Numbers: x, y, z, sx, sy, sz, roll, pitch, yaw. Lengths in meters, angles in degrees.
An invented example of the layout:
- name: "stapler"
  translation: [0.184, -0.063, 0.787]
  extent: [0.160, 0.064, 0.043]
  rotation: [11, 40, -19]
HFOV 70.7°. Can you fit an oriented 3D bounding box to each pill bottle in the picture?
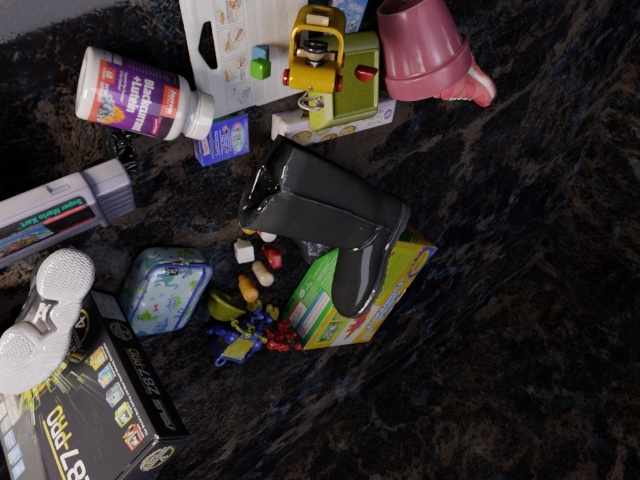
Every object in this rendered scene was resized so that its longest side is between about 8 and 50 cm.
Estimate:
- name: "pill bottle"
  translation: [-0.274, -0.222, 0.719]
  extent: [0.193, 0.108, 0.108]
  rotation: [8, 121, -34]

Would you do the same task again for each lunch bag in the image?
- name: "lunch bag"
  translation: [-0.359, 0.118, 1.045]
  extent: [0.176, 0.090, 0.219]
  rotation: [5, 123, -52]

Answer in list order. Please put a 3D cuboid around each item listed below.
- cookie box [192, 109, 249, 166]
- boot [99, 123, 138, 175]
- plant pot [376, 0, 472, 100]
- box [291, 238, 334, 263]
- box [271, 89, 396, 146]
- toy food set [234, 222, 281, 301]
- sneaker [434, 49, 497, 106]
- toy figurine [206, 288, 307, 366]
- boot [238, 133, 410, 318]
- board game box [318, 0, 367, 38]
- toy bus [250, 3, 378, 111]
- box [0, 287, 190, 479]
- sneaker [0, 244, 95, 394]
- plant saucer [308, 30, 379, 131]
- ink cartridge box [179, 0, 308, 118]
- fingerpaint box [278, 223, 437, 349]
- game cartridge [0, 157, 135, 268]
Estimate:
- name: "cookie box"
  translation: [-0.200, -0.210, 0.905]
  extent: [0.107, 0.040, 0.092]
  rotation: [-25, 141, -28]
- name: "boot"
  translation: [-0.339, -0.146, 0.774]
  extent: [0.045, 0.099, 0.121]
  rotation: [-23, 140, -27]
- name: "plant pot"
  translation: [0.212, -0.438, 0.983]
  extent: [0.201, 0.201, 0.180]
  rotation: [-40, 130, -8]
- name: "box"
  translation: [0.003, -0.045, 1.249]
  extent: [0.156, 0.093, 0.158]
  rotation: [-30, 145, -21]
- name: "box"
  translation: [0.037, -0.286, 1.055]
  extent: [0.324, 0.063, 0.067]
  rotation: [-22, 140, -30]
- name: "toy food set"
  translation: [-0.170, 0.030, 1.173]
  extent: [0.111, 0.104, 0.232]
  rotation: [-12, 118, -20]
- name: "sneaker"
  translation: [0.365, -0.436, 1.229]
  extent: [0.136, 0.116, 0.314]
  rotation: [-46, 141, 20]
- name: "toy figurine"
  translation: [-0.235, 0.296, 1.286]
  extent: [0.217, 0.191, 0.362]
  rotation: [-44, 145, 7]
- name: "boot"
  translation: [0.000, -0.002, 1.077]
  extent: [0.445, 0.146, 0.367]
  rotation: [17, 95, -48]
- name: "board game box"
  translation: [0.046, -0.456, 0.924]
  extent: [0.090, 0.020, 0.090]
  rotation: [-12, 133, -40]
- name: "toy bus"
  translation: [-0.007, -0.322, 0.752]
  extent: [0.191, 0.202, 0.104]
  rotation: [-28, 143, -32]
- name: "box"
  translation: [-0.468, 0.335, 0.884]
  extent: [0.318, 0.395, 0.097]
  rotation: [-47, 148, 5]
- name: "sneaker"
  translation: [-0.498, 0.132, 0.820]
  extent: [0.101, 0.153, 0.269]
  rotation: [27, 84, -31]
- name: "plant saucer"
  translation: [0.061, -0.338, 0.964]
  extent: [0.188, 0.045, 0.188]
  rotation: [-22, 125, -30]
- name: "ink cartridge box"
  translation: [-0.131, -0.370, 0.794]
  extent: [0.239, 0.060, 0.275]
  rotation: [-26, 142, -24]
- name: "fingerpaint box"
  translation: [0.128, 0.138, 1.510]
  extent: [0.371, 0.163, 0.445]
  rotation: [8, 121, -49]
- name: "game cartridge"
  translation: [-0.469, -0.010, 0.705]
  extent: [0.355, 0.068, 0.230]
  rotation: [-29, -172, -21]
